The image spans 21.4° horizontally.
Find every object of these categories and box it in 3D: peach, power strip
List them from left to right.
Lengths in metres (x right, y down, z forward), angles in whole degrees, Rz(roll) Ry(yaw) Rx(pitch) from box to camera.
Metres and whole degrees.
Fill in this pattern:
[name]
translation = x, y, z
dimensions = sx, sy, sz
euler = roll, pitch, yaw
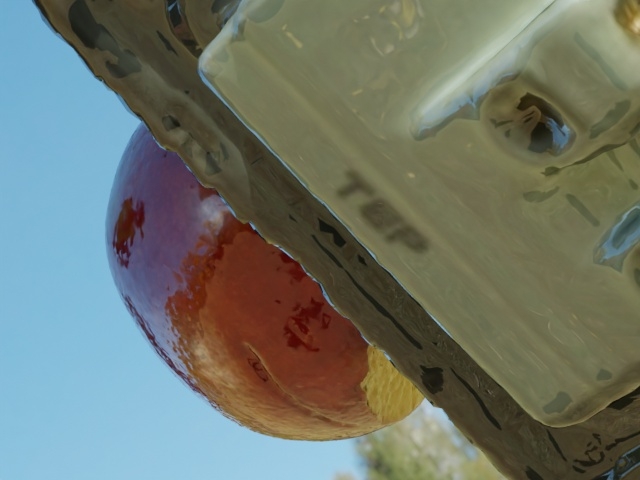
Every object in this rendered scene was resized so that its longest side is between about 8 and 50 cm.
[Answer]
[peach]
translation = 0.000, 0.000, 0.777
dimensions = 0.190, 0.190, 0.192
euler = -21, 15, -32
[power strip]
translation = 0.065, -0.054, 0.448
dimensions = 0.251, 0.257, 0.092
euler = -42, 7, 38
